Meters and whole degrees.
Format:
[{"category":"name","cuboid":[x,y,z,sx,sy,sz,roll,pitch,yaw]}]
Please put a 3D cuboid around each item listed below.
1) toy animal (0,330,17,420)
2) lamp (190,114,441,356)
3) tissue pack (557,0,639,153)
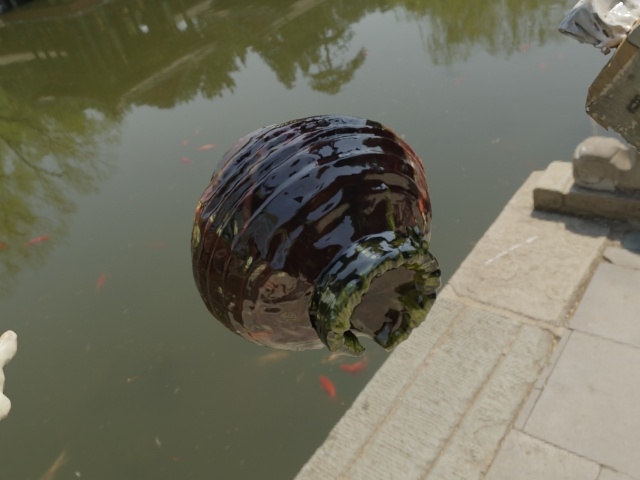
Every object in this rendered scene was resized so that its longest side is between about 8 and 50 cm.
[{"category":"toy animal","cuboid":[-0.363,0.152,0.450,0.185,0.104,0.184,-32,13,-1]},{"category":"lamp","cuboid":[0.000,0.000,0.508,0.247,0.247,0.247,-12,36,9]},{"category":"tissue pack","cuboid":[0.438,-0.265,0.578,0.305,0.238,0.238,-42,38,-2]}]
